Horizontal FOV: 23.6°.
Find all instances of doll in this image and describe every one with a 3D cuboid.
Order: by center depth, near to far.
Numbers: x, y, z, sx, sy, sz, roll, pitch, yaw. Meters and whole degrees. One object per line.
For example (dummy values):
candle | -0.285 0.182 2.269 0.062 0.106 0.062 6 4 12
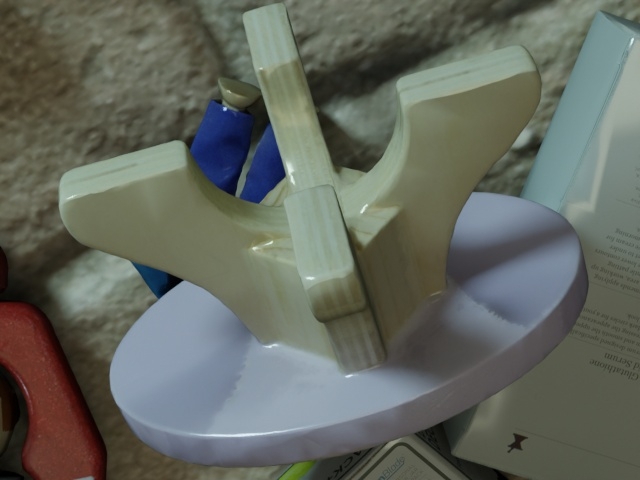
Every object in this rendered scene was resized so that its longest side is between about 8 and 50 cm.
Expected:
doll | -0.054 0.000 0.957 0.129 0.046 0.189 17 107 -9

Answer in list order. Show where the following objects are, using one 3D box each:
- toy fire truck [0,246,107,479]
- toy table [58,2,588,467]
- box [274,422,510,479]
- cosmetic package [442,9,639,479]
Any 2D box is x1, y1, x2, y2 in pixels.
toy fire truck | -0.282 0.118 0.934 0.302 0.169 0.254 3 91 -6
toy table | 0.000 0.000 0.826 0.274 0.252 0.161 -24 129 -7
box | 0.093 0.246 1.032 0.290 0.087 0.169 40 102 -16
cosmetic package | 0.300 0.051 0.975 0.377 0.097 0.284 18 105 -10
